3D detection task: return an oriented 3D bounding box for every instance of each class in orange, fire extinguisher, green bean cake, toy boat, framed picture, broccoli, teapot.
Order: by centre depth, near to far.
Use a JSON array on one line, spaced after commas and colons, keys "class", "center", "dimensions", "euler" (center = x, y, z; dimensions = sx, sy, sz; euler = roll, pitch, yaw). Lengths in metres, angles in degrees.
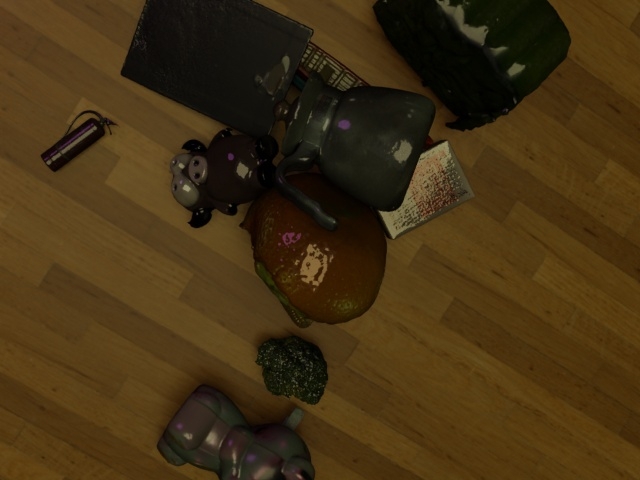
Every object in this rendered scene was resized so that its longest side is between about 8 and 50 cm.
[{"class": "teapot", "center": [0.033, -0.161, 1.563], "dimensions": [0.285, 0.223, 0.305], "euler": [21, 84, 4]}, {"class": "green bean cake", "center": [0.268, -0.393, 1.629], "dimensions": [0.218, 0.335, 0.319], "euler": [-45, 97, -11]}, {"class": "orange", "center": [0.006, -0.006, 1.634], "dimensions": [0.263, 0.334, 0.196], "euler": [31, 115, -23]}, {"class": "framed picture", "center": [-0.205, -0.364, 1.656], "dimensions": [0.324, 0.013, 0.244], "euler": [26, 109, 1]}, {"class": "fire extinguisher", "center": [-0.480, -0.205, 1.687], "dimensions": [0.157, 0.045, 0.078], "euler": [-37, 78, -1]}, {"class": "toy boat", "center": [0.050, -0.290, 1.711], "dimensions": [0.392, 0.136, 0.079], "euler": [37, 126, -4]}, {"class": "broccoli", "center": [-0.059, 0.262, 1.754], "dimensions": [0.162, 0.145, 0.138], "euler": [33, 124, -27]}]

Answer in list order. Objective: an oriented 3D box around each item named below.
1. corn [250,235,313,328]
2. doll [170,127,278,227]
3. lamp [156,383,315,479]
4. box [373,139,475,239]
[{"class": "corn", "center": [-0.069, 0.069, 1.754], "dimensions": [0.080, 0.080, 0.231], "euler": [-28, 101, -4]}, {"class": "doll", "center": [-0.192, -0.125, 1.658], "dimensions": [0.257, 0.117, 0.181], "euler": [-8, 80, 31]}, {"class": "lamp", "center": [-0.152, 0.416, 1.732], "dimensions": [0.301, 0.247, 0.247], "euler": [35, 51, 1]}, {"class": "box", "center": [0.201, -0.106, 1.779], "dimensions": [0.201, 0.058, 0.141], "euler": [-27, 99, -5]}]
